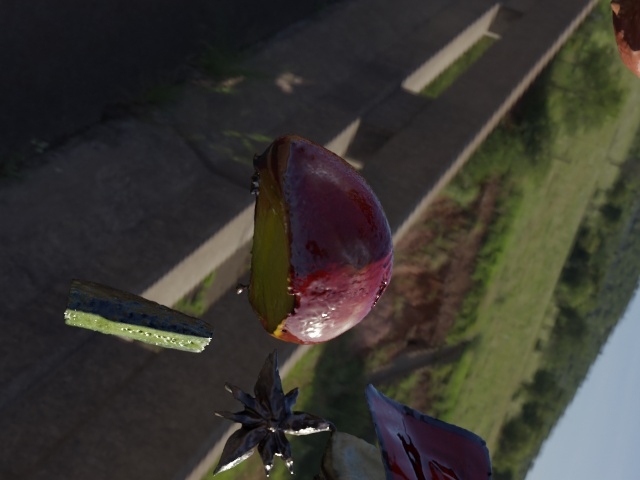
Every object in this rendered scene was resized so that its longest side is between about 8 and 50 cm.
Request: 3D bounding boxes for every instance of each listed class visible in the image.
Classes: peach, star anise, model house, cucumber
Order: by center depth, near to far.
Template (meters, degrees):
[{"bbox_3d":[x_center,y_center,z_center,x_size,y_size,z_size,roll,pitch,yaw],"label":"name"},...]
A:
[{"bbox_3d":[0.038,0.294,0.988,0.165,0.106,0.152,-119,-137,-58],"label":"model house"},{"bbox_3d":[-0.062,0.195,1.022,0.129,0.124,0.056,-39,-169,-16],"label":"star anise"},{"bbox_3d":[0.006,0.001,1.134,0.154,0.159,0.267,-11,129,-22],"label":"peach"},{"bbox_3d":[-0.258,0.106,1.437,0.078,0.211,0.062,120,-19,-62],"label":"cucumber"}]

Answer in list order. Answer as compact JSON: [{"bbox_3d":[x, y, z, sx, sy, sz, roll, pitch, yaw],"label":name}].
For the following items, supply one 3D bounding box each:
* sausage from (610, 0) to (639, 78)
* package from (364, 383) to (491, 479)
[{"bbox_3d":[0.427,-0.221,1.112,0.148,0.254,0.148,-45,-151,34],"label":"sausage"},{"bbox_3d":[0.095,0.249,0.711,0.194,0.071,0.269,45,41,-51],"label":"package"}]
